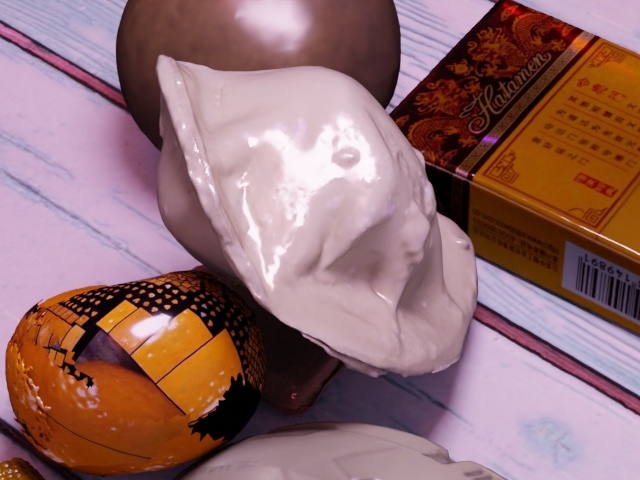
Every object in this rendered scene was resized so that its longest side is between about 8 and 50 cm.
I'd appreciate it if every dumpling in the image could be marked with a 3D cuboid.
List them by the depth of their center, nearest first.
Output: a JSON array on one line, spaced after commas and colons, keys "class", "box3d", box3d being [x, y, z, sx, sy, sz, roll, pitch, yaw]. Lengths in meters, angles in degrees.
[{"class": "dumpling", "box3d": [0.000, 0.000, 1.684, 0.233, 0.395, 0.315, -35, 43, 28]}]

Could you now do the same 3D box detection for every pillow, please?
[{"class": "pillow", "box3d": [-0.069, 0.091, 1.815, 0.211, 0.034, 0.135, 23, 51, 24]}]

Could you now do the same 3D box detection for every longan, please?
[{"class": "longan", "box3d": [-0.058, -0.195, 1.909, 0.297, 0.297, 0.297, -1, 47, 2]}]

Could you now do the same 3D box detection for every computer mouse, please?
[{"class": "computer mouse", "box3d": [0.052, 0.267, 1.572, 0.429, 0.145, 0.228, 19, 48, 19]}]

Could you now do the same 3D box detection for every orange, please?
[{"class": "orange", "box3d": [-0.163, 0.117, 1.668, 0.234, 0.234, 0.182, -4, 80, -1]}]

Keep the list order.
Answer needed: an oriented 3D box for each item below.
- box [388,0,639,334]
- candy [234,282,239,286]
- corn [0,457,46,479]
[{"class": "box", "box3d": [0.286, -0.070, 1.891, 0.415, 0.116, 0.264, 26, 55, 25]}, {"class": "candy", "box3d": [0.012, 0.049, 1.831, 0.178, 0.032, 0.102, 23, 27, 21]}, {"class": "corn", "box3d": [-0.241, 0.270, 1.635, 0.068, 0.068, 0.207, -23, 47, -18]}]
